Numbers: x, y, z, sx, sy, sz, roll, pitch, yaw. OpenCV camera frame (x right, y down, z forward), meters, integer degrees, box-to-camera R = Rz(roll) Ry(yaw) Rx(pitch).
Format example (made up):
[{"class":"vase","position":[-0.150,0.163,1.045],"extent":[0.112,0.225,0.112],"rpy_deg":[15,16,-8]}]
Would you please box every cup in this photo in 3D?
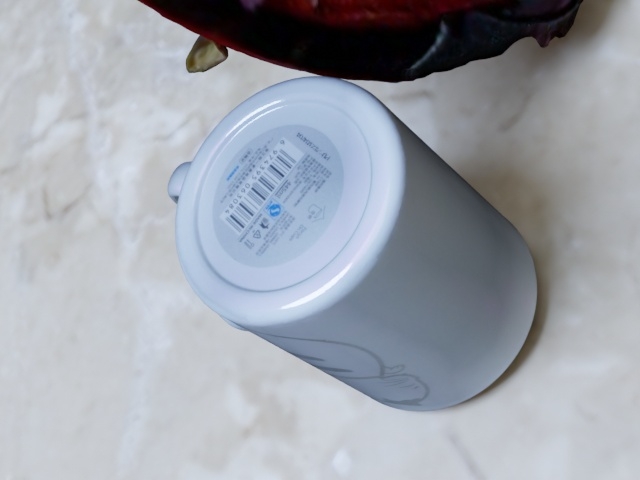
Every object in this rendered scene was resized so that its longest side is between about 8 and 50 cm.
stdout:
[{"class":"cup","position":[0.002,0.009,0.507],"extent":[0.136,0.133,0.099],"rpy_deg":[-13,64,27]}]

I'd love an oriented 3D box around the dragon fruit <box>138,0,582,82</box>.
[{"class":"dragon fruit","position":[0.001,-0.184,0.514],"extent":[0.343,0.282,0.100],"rpy_deg":[-46,17,-30]}]
